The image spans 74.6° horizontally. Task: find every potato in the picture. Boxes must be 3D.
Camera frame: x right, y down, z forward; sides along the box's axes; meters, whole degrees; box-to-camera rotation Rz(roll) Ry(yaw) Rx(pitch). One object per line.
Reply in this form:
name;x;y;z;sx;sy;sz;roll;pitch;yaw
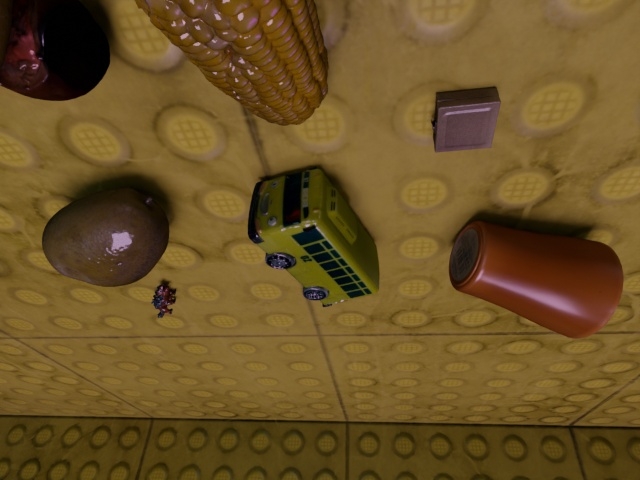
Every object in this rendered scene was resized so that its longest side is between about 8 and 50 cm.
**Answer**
potato;-0.365;-0.006;0.737;0.251;0.159;0.174;-31;156;26

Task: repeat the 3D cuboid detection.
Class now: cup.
cup;0.377;0.062;0.782;0.263;0.183;0.226;16;174;-6

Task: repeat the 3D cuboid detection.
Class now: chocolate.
chocolate;-0.322;-0.224;0.468;0.132;0.124;0.127;27;157;9

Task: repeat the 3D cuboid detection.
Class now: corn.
corn;-0.059;-0.193;0.389;0.130;0.131;0.347;-5;176;11

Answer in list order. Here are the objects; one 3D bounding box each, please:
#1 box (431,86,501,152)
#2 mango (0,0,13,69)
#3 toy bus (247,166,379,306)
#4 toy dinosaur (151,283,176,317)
box;0.195;-0.163;0.575;0.083;0.035;0.080;-2;143;9
mango;-0.356;-0.239;0.357;0.192;0.146;0.317;31;101;14
toy bus;0.000;0.000;0.737;0.149;0.128;0.262;-16;141;23
toy dinosaur;-0.389;0.153;1.040;0.055;0.049;0.154;12;138;-16
